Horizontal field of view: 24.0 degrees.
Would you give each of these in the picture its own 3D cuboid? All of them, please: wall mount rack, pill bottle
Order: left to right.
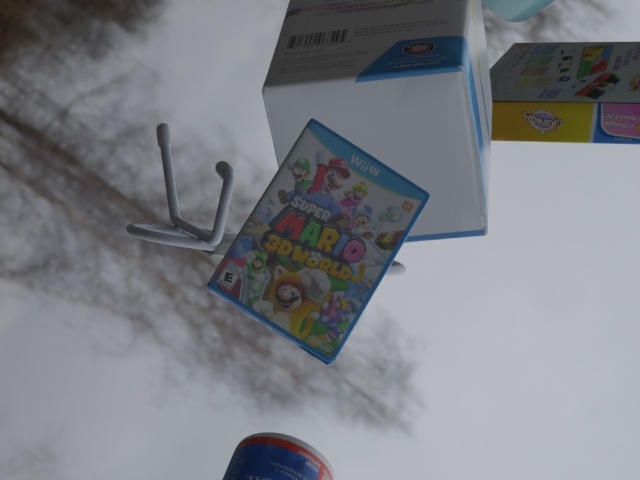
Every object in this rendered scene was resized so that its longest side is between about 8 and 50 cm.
[{"bbox_3d":[-0.071,0.333,1.668,0.124,0.124,0.221,-38,-157,45],"label":"pill bottle"},{"bbox_3d":[-0.068,-0.049,1.825,0.304,0.350,0.130,-153,-107,-66],"label":"wall mount rack"}]

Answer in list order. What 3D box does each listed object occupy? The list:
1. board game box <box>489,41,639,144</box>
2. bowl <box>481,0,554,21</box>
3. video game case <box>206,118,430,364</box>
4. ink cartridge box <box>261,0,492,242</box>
[{"bbox_3d":[0.393,-0.219,2.196,0.316,0.064,0.242,4,-150,29],"label":"board game box"},{"bbox_3d":[0.282,-0.442,1.880,0.163,0.311,0.311,-10,-142,34],"label":"bowl"},{"bbox_3d":[0.000,0.000,1.217,0.166,0.119,0.015,-59,-175,-16],"label":"video game case"},{"bbox_3d":[0.070,-0.149,1.557,0.198,0.197,0.270,-5,-147,12],"label":"ink cartridge box"}]
